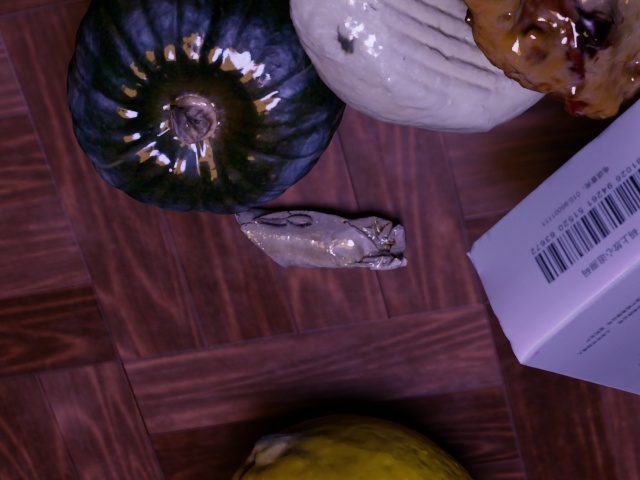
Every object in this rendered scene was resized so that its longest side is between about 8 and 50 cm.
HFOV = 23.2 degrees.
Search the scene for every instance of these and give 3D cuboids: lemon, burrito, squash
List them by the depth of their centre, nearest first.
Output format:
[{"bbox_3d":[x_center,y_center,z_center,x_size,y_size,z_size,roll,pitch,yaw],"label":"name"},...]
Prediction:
[{"bbox_3d":[-0.086,-0.119,1.173,0.218,0.172,0.218,-2,146,-2],"label":"squash"},{"bbox_3d":[0.000,0.000,1.302,0.149,0.041,0.055,4,106,10],"label":"burrito"},{"bbox_3d":[0.029,0.288,1.327,0.293,0.293,0.293,3,119,6],"label":"lemon"}]

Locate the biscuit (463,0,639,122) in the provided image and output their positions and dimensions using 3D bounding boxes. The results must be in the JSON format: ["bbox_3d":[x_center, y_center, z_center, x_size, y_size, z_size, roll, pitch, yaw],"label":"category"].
[{"bbox_3d":[0.226,-0.216,1.032,0.334,0.081,0.289,8,104,-35],"label":"biscuit"}]

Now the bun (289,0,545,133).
[{"bbox_3d":[0.082,-0.198,1.089,0.259,0.160,0.259,-10,108,-31],"label":"bun"}]

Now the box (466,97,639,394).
[{"bbox_3d":[0.278,0.017,1.147,0.200,0.106,0.299,-42,142,25],"label":"box"}]
